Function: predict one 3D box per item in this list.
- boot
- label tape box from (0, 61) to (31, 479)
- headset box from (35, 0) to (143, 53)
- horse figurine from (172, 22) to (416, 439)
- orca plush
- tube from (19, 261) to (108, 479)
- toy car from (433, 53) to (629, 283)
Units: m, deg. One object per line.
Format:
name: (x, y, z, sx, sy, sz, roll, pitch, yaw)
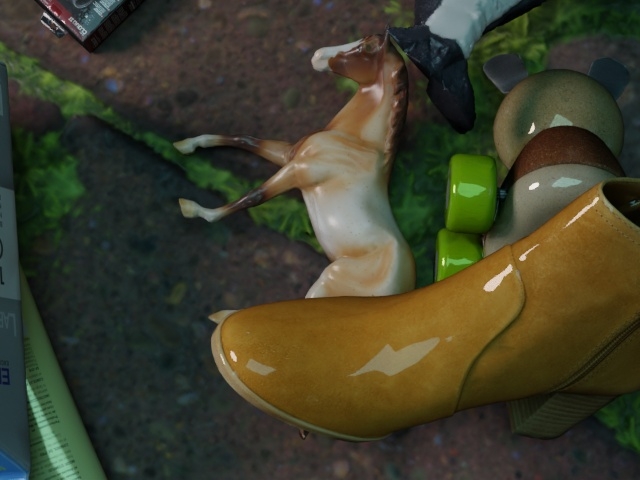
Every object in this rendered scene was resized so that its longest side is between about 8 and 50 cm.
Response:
boot: (0.103, 0.033, 0.992, 0.295, 0.211, 0.104, 10, 47, -28)
label tape box: (-0.327, 0.059, 1.066, 0.249, 0.115, 0.348, -9, 77, 22)
headset box: (-0.166, -0.181, 1.179, 0.062, 0.032, 0.083, 43, 85, 10)
horse figurine: (0.000, 0.000, 1.122, 0.174, 0.066, 0.263, -15, 78, 5)
orca plush: (0.137, -0.182, 1.130, 0.151, 0.102, 0.287, 24, 61, -1)
tube: (-0.198, 0.129, 1.114, 0.062, 0.070, 0.240, -15, 79, -39)
toy car: (0.160, -0.056, 1.115, 0.155, 0.149, 0.188, 4, 51, 0)
